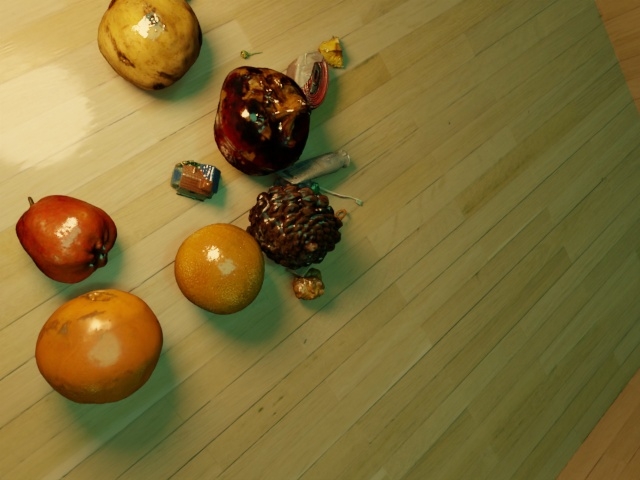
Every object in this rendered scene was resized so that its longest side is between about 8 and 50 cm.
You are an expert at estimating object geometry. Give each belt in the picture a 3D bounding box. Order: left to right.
[{"bbox_3d":[-0.043,-0.541,1.584,0.128,0.124,0.200,7,88,-27],"label":"belt"}]

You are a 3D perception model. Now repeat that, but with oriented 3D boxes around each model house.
[{"bbox_3d":[-0.369,-0.192,1.415,0.148,0.149,0.119,17,82,-27],"label":"model house"}]

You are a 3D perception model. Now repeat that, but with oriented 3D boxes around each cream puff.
[{"bbox_3d":[-0.040,0.147,1.591,0.122,0.116,0.094,-35,126,-49],"label":"cream puff"}]

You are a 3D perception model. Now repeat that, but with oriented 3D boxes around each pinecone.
[{"bbox_3d":[-0.086,-0.050,1.480,0.242,0.296,0.298,-45,143,-32],"label":"pinecone"}]

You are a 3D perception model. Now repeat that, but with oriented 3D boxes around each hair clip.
[{"bbox_3d":[-0.079,-0.167,1.615,0.196,0.052,0.124,17,102,-31],"label":"hair clip"}]

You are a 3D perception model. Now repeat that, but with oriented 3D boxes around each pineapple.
[{"bbox_3d":[0.049,-0.691,1.659,0.114,0.077,0.114,17,70,-29],"label":"pineapple"}]

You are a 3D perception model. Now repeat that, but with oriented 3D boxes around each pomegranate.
[{"bbox_3d":[-0.477,-0.568,1.304,0.282,0.281,0.280,0,90,-25],"label":"pomegranate"}]

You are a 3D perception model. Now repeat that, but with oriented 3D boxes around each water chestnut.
[{"bbox_3d":[-0.159,-0.374,1.416,0.336,0.347,0.334,4,82,-34],"label":"water chestnut"}]

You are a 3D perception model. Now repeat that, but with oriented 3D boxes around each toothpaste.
[{"bbox_3d":[-0.021,-0.247,1.583,0.299,0.114,0.073,-24,136,-39],"label":"toothpaste"}]

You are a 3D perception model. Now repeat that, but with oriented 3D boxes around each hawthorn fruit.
[{"bbox_3d":[-0.691,-0.021,1.243,0.261,0.224,0.224,34,75,2],"label":"hawthorn fruit"}]

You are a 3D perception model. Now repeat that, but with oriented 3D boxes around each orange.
[{"bbox_3d":[-0.580,0.281,1.234,0.312,0.312,0.311,0,90,-25],"label":"orange"},{"bbox_3d":[-0.296,0.085,1.388,0.275,0.274,0.274,0,90,-25],"label":"orange"}]

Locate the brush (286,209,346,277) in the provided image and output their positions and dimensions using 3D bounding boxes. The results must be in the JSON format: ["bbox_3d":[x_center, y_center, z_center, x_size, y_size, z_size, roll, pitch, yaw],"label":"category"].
[{"bbox_3d":[0.000,0.000,1.633,0.314,0.090,0.017,-52,136,-22],"label":"brush"}]

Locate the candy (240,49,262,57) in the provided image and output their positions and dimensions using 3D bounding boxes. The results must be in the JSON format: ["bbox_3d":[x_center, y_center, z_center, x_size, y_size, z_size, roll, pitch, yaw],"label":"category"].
[{"bbox_3d":[-0.231,-0.628,1.553,0.083,0.025,0.023,-24,128,-32],"label":"candy"}]

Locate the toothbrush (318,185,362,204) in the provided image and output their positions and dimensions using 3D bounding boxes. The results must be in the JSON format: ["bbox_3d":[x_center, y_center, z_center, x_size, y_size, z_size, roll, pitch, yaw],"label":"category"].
[{"bbox_3d":[0.066,-0.169,1.695,0.204,0.017,0.022,17,63,-25],"label":"toothbrush"}]
